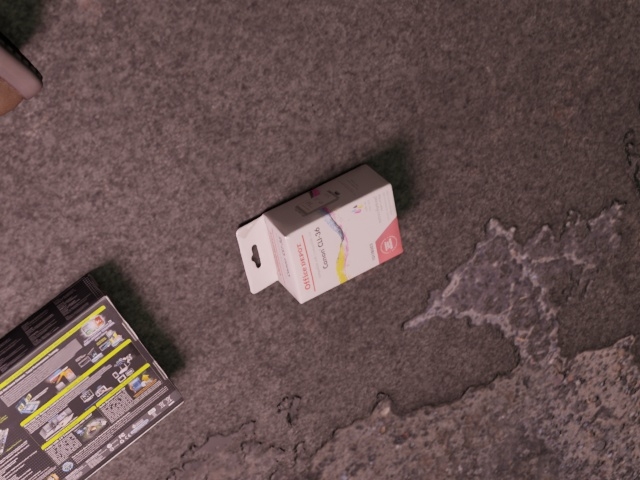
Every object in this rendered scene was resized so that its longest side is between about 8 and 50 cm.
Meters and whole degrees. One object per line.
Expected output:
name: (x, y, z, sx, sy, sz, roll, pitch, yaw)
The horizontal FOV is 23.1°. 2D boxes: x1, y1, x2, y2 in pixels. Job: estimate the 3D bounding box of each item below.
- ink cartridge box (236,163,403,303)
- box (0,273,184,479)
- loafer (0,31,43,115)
ink cartridge box: (0.000, 0.000, 1.993, 0.198, 0.067, 0.115, -27, 129, -17)
box: (-0.327, 0.201, 1.906, 0.270, 0.060, 0.216, -39, 131, -8)
loafer: (-0.429, -0.213, 1.534, 0.130, 0.134, 0.366, -49, 132, 1)
